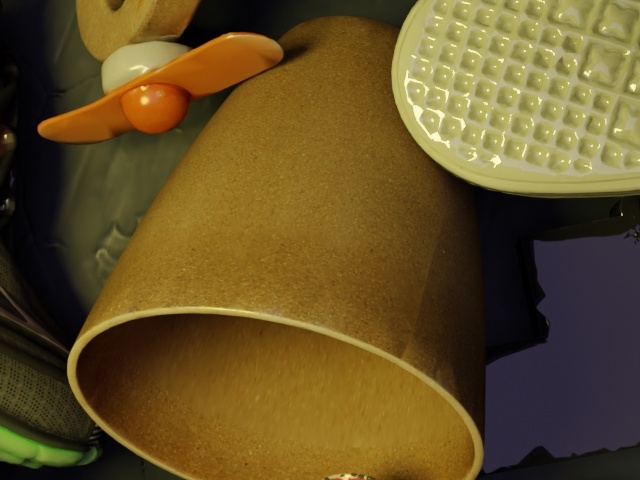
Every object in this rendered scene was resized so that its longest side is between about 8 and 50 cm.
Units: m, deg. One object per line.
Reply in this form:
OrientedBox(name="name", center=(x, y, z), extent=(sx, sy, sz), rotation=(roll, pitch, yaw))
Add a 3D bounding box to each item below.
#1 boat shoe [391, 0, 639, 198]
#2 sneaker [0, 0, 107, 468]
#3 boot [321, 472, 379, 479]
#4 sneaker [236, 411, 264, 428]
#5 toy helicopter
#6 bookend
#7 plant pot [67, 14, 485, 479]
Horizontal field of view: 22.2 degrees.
OrientedBox(name="boat shoe", center=(0.274, -0.148, 0.963), extent=(0.500, 0.156, 0.187), rotation=(-23, 85, -11))
OrientedBox(name="sneaker", center=(-0.268, -0.069, 1.010), extent=(0.202, 0.185, 0.483), rotation=(-35, 86, 3))
OrientedBox(name="boot", center=(0.061, 0.259, 0.923), extent=(0.085, 0.179, 0.236), rotation=(-25, 46, -2))
OrientedBox(name="sneaker", center=(-0.018, 0.180, 1.032), extent=(0.063, 0.073, 0.162), rotation=(-25, 84, 0))
OrientedBox(name="toy helicopter", center=(-0.080, -0.165, 0.937), extent=(0.140, 0.355, 0.235), rotation=(7, 92, -25))
OrientedBox(name="bookend", center=(0.137, 0.063, 1.036), extent=(0.157, 0.072, 0.156), rotation=(-12, 84, 2))
OrientedBox(name="plant pot", center=(0.000, 0.000, 0.974), extent=(0.237, 0.237, 0.254), rotation=(13, 57, 3))
